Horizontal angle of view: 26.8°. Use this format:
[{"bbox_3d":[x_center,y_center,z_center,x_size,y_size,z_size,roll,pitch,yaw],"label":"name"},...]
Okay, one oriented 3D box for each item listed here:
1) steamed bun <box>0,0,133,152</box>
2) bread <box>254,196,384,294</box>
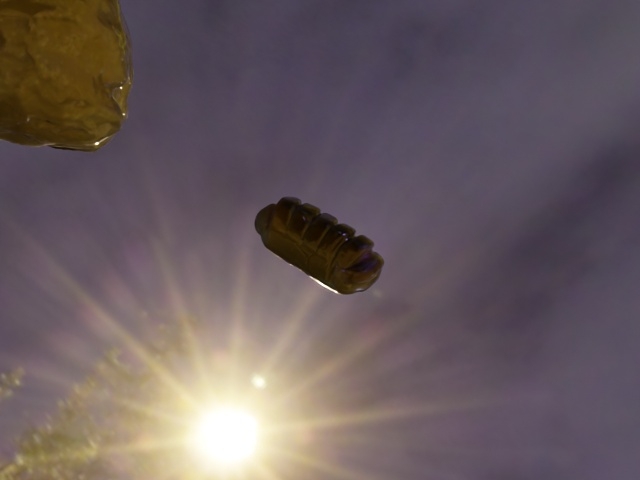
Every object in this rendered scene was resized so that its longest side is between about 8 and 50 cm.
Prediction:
[{"bbox_3d":[-0.169,-0.071,0.503,0.178,0.192,0.106,-1,-88,-28],"label":"steamed bun"},{"bbox_3d":[0.000,0.000,0.852,0.049,0.088,0.033,-45,-14,-51],"label":"bread"}]
